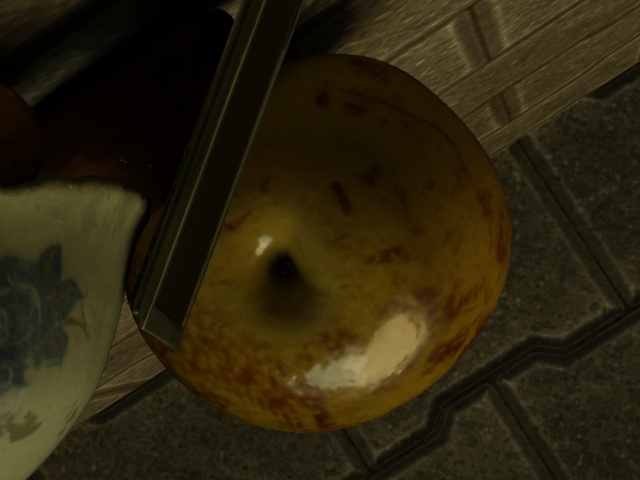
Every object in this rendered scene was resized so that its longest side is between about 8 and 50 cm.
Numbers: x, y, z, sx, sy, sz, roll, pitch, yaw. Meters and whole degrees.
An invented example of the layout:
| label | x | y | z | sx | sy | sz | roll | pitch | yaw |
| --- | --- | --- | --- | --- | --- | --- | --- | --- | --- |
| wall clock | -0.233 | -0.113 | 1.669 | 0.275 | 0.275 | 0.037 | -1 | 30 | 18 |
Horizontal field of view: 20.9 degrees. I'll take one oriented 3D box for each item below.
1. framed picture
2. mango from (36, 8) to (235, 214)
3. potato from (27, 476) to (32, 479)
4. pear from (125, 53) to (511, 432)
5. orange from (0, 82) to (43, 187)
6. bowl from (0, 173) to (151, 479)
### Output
| label | x | y | z | sx | sy | sz | roll | pitch | yaw |
| --- | --- | --- | --- | --- | --- | --- | --- | --- | --- |
| framed picture | -0.048 | -0.065 | 0.938 | 0.197 | 0.014 | 0.252 | 85 | 25 | -83 |
| mango | -0.099 | -0.066 | 1.019 | 0.159 | 0.084 | 0.105 | -34 | 180 | 13 |
| potato | -0.353 | 0.218 | 1.321 | 0.326 | 0.221 | 0.243 | -17 | -143 | 55 |
| pear | 0.000 | 0.000 | 1.235 | 0.281 | 0.280 | 0.281 | -32 | 174 | -4 |
| orange | -0.178 | -0.043 | 0.851 | 0.083 | 0.070 | 0.083 | -40 | 167 | -12 |
| bowl | -0.221 | 0.079 | 0.829 | 0.313 | 0.146 | 0.313 | -13 | 170 | -2 |
